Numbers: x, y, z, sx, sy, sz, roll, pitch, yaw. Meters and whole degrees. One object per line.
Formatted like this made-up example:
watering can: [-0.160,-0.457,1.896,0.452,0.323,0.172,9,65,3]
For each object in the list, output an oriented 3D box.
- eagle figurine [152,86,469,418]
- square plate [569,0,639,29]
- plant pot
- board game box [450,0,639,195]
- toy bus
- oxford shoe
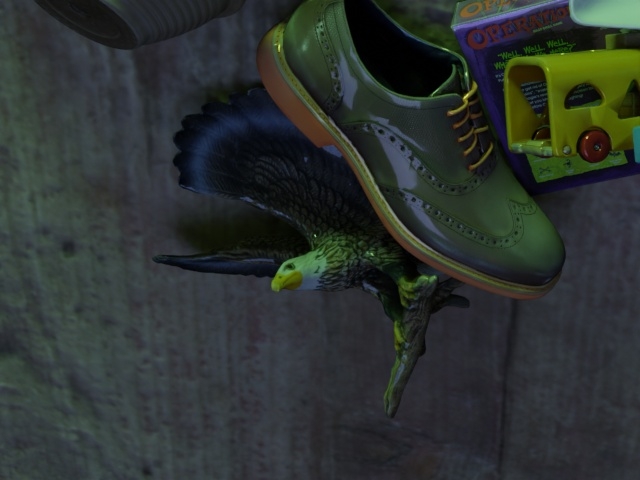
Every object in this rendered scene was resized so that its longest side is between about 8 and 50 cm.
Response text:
eagle figurine: [-0.005,0.000,1.637,0.298,0.225,0.226,34,91,23]
square plate: [0.380,-0.325,1.289,0.347,0.049,0.344,5,120,10]
plant pot: [-0.181,-0.241,1.422,0.237,0.110,0.237,25,165,7]
board game box: [0.315,-0.162,1.480,0.347,0.056,0.208,-11,130,23]
toy bus: [0.259,-0.126,1.422,0.191,0.202,0.104,-2,99,24]
oxford shoe: [0.107,-0.086,1.512,0.363,0.130,0.133,41,138,-12]
